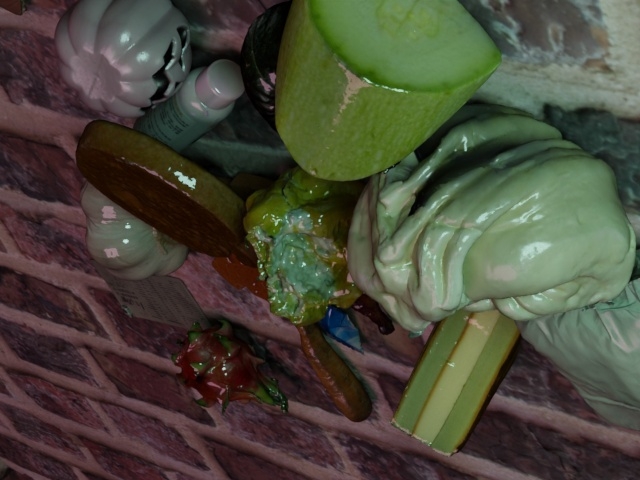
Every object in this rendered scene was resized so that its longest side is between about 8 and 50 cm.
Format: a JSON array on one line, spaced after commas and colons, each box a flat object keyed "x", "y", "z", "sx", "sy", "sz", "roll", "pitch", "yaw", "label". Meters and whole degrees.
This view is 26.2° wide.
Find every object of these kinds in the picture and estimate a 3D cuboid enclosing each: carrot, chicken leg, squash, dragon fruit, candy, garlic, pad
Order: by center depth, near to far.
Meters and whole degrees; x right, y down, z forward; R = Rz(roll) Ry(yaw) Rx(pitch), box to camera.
[{"x": 0.038, "y": -0.193, "z": 1.480, "sx": 0.237, "sy": 0.204, "sz": 0.155, "roll": 44, "pitch": 158, "yaw": 7, "label": "squash"}, {"x": -0.003, "y": -0.190, "z": 1.593, "sx": 0.193, "sy": 0.156, "sz": 0.193, "roll": 17, "pitch": 168, "yaw": 4, "label": "squash"}, {"x": 0.071, "y": 0.069, "z": 2.006, "sx": 0.093, "sy": 0.053, "sz": 0.205, "roll": 16, "pitch": 152, "yaw": 9, "label": "chicken leg"}, {"x": 0.020, "y": 0.132, "z": 2.164, "sx": 0.088, "sy": 0.038, "sz": 0.136, "roll": 24, "pitch": 154, "yaw": 37, "label": "candy"}, {"x": -0.321, "y": -0.011, "z": 2.247, "sx": 0.178, "sy": 0.142, "sz": 0.229, "roll": 9, "pitch": 149, "yaw": 40, "label": "garlic"}, {"x": 0.015, "y": 0.206, "z": 2.269, "sx": 0.059, "sy": 0.059, "sz": 0.248, "roll": 1, "pitch": 132, "yaw": 49, "label": "carrot"}, {"x": -0.159, "y": 0.242, "z": 2.433, "sx": 0.236, "sy": 0.137, "sz": 0.135, "roll": 44, "pitch": 161, "yaw": 7, "label": "dragon fruit"}, {"x": -0.313, "y": 0.108, "z": 2.552, "sx": 0.265, "sy": 0.009, "sz": 0.159, "roll": 9, "pitch": 140, "yaw": 42, "label": "pad"}]

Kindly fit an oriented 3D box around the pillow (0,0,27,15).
[{"x": -0.479, "y": -0.417, "z": 1.926, "sx": 0.126, "sy": 0.043, "sz": 0.232, "roll": 28, "pitch": 152, "yaw": 16, "label": "pillow"}]

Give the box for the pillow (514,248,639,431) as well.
[{"x": 0.379, "y": 0.132, "z": 1.637, "sx": 0.310, "sy": 0.138, "sz": 0.283, "roll": 47, "pitch": 152, "yaw": -23, "label": "pillow"}]

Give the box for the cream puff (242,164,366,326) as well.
[{"x": 0.000, "y": -0.003, "z": 1.855, "sx": 0.195, "sy": 0.195, "sz": 0.221, "roll": 15, "pitch": 133, "yaw": 37, "label": "cream puff"}]

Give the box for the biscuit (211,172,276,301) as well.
[{"x": -0.086, "y": -0.009, "z": 2.068, "sx": 0.284, "sy": 0.043, "sz": 0.306, "roll": 45, "pitch": 148, "yaw": 1, "label": "biscuit"}]

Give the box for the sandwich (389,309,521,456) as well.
[{"x": 0.187, "y": 0.181, "z": 1.895, "sx": 0.117, "sy": 0.187, "sz": 0.144, "roll": 28, "pitch": 157, "yaw": 17, "label": "sandwich"}]

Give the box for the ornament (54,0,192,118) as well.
[{"x": -0.252, "y": -0.254, "z": 1.791, "sx": 0.177, "sy": 0.177, "sz": 0.177, "roll": 28, "pitch": 151, "yaw": 18, "label": "ornament"}]

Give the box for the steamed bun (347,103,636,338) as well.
[{"x": 0.176, "y": -0.037, "z": 1.517, "sx": 0.320, "sy": 0.275, "sz": 0.206, "roll": -8, "pitch": 120, "yaw": 10, "label": "steamed bun"}]

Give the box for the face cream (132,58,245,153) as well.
[{"x": -0.179, "y": -0.180, "z": 1.886, "sx": 0.082, "sy": 0.082, "sz": 0.269, "roll": 44, "pitch": 152, "yaw": -12, "label": "face cream"}]

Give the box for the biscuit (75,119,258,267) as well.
[{"x": -0.203, "y": -0.064, "z": 1.949, "sx": 0.314, "sy": 0.063, "sz": 0.367, "roll": 30, "pitch": 167, "yaw": -6, "label": "biscuit"}]
